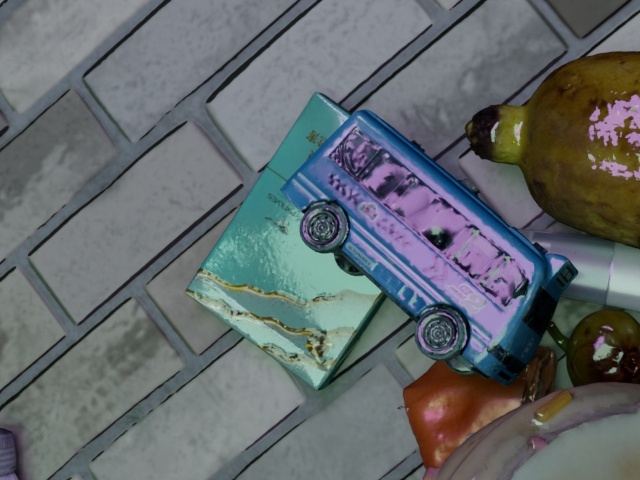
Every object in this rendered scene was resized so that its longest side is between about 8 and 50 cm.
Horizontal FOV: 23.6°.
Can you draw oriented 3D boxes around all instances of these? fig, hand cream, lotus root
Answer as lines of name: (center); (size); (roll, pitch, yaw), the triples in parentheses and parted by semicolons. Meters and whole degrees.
fig: (0.246, 0.104, 1.350); (0.084, 0.098, 0.082); (41, 77, -19)
hand cream: (0.291, 0.034, 1.345); (0.255, 0.048, 0.079); (8, 85, 14)
lotus root: (0.276, -0.078, 1.303); (0.314, 0.141, 0.169); (13, 91, 24)

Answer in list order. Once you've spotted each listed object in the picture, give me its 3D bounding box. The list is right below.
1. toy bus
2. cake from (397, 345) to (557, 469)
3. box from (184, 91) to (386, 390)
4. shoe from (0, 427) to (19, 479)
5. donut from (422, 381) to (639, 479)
toy bus: (0.092, 0.007, 1.304); (0.246, 0.113, 0.134); (41, 93, 22)
cake: (0.147, 0.218, 1.359); (0.135, 0.098, 0.287); (-6, 83, 21)
box: (0.000, 0.001, 1.425); (0.162, 0.041, 0.229); (35, 98, 13)
shoe: (-0.397, 0.280, 1.504); (0.245, 0.095, 0.138); (-21, 82, 7)
donut: (0.220, 0.299, 1.248); (0.382, 0.142, 0.383); (0, 90, -24)
